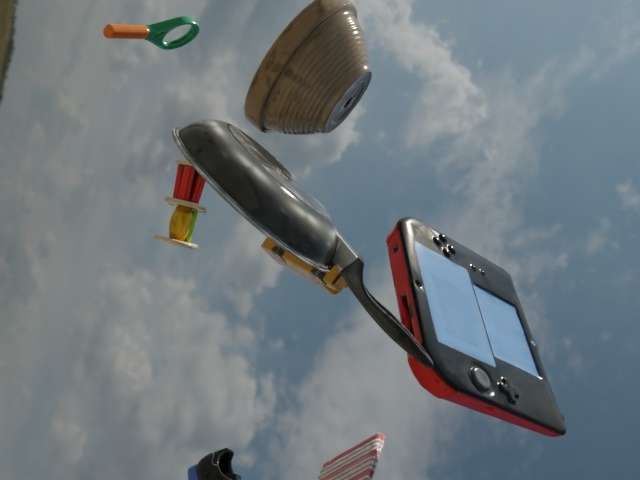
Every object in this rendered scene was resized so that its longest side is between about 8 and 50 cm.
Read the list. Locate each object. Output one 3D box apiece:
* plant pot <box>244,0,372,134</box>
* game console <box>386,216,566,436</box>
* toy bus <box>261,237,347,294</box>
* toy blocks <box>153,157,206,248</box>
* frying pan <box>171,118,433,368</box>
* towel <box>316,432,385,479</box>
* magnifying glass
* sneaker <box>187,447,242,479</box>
[{"bbox_3d":[0.002,-0.242,0.954,0.237,0.110,0.237,-50,173,-8],"label":"plant pot"},{"bbox_3d":[0.279,0.144,1.143,0.060,0.342,0.386,-48,-150,35],"label":"game console"},{"bbox_3d":[-0.021,0.044,1.638,0.108,0.130,0.333,-51,-140,-12],"label":"toy bus"},{"bbox_3d":[-0.169,-0.065,0.816,0.123,0.054,0.148,178,-73,-81],"label":"toy blocks"},{"bbox_3d":[-0.009,-0.003,0.577,0.326,0.197,0.053,44,-82,13],"label":"frying pan"},{"bbox_3d":[0.043,0.427,1.096,0.144,0.029,0.197,-38,-175,23],"label":"towel"},{"bbox_3d":[-0.338,-0.422,1.270,0.092,0.231,0.026,-32,-93,36],"label":"magnifying glass"},{"bbox_3d":[-0.175,0.493,1.151,0.091,0.081,0.232,-34,-130,5],"label":"sneaker"}]
